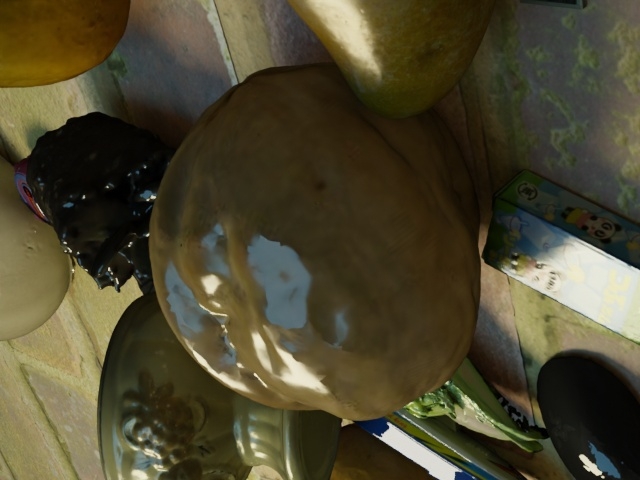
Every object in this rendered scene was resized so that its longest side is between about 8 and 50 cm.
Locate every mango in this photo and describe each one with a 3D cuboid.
[{"bbox_3d":[0.039,-0.279,0.929,0.199,0.221,0.384,19,132,53],"label":"mango"}]

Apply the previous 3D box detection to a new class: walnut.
[{"bbox_3d":[0.000,0.000,1.141,0.381,0.381,0.381,28,140,27],"label":"walnut"}]

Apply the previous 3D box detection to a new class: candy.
[{"bbox_3d":[0.261,0.017,1.107,0.194,0.062,0.097,30,140,25],"label":"candy"}]

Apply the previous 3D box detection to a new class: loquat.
[{"bbox_3d":[-0.369,-0.297,1.297,0.276,0.284,0.276,23,132,28],"label":"loquat"},{"bbox_3d":[0.066,0.360,1.524,0.238,0.193,0.238,29,147,21],"label":"loquat"}]

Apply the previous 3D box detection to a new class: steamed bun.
[{"bbox_3d":[-0.617,0.018,1.896,0.374,0.241,0.374,25,135,28],"label":"steamed bun"}]

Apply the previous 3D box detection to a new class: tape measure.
[{"bbox_3d":[-0.425,-0.081,1.738,0.125,0.074,0.118,21,142,41],"label":"tape measure"}]

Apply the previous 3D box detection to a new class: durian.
[{"bbox_3d":[0.112,0.141,1.345,0.375,0.132,0.107,40,118,11],"label":"durian"}]

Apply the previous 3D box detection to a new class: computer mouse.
[{"bbox_3d":[0.332,0.251,1.237,0.264,0.088,0.147,41,147,6],"label":"computer mouse"}]

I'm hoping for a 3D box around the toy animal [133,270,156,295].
[{"bbox_3d":[-0.205,0.081,1.630,0.343,0.106,0.168,42,145,16],"label":"toy animal"}]

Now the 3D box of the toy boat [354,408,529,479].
[{"bbox_3d":[0.174,0.263,1.401,0.295,0.088,0.129,32,-178,19],"label":"toy boat"}]

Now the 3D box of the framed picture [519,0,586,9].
[{"bbox_3d":[0.199,-0.247,0.972,0.066,0.006,0.089,17,134,37],"label":"framed picture"}]

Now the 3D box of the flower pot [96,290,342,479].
[{"bbox_3d":[-0.112,0.206,1.373,0.244,0.307,0.307,-1,127,16],"label":"flower pot"}]

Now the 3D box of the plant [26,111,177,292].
[{"bbox_3d":[-0.259,-0.043,1.463,0.276,0.199,0.188,38,158,44],"label":"plant"}]
